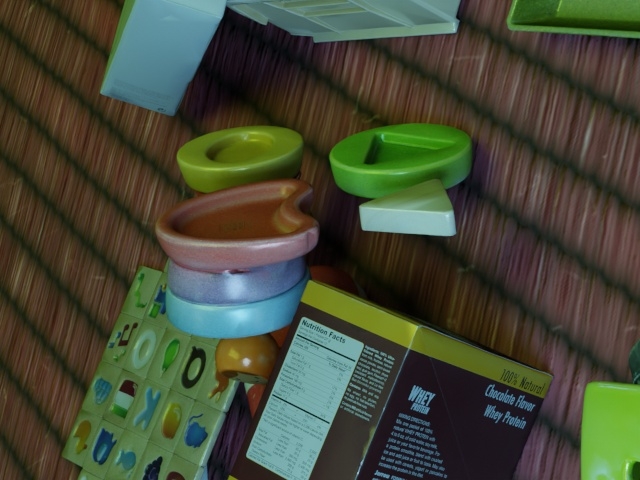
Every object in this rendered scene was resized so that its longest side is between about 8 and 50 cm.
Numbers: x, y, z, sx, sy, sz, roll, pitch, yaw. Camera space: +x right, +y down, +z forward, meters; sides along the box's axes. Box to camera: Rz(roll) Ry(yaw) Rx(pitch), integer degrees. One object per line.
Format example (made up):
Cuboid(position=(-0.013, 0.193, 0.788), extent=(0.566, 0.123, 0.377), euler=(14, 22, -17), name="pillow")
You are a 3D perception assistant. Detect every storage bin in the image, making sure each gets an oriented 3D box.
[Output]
Cuboid(position=(0.045, -0.345, 1.822), extent=(0.260, 0.123, 0.262), euler=(4, 76, 50), name="storage bin")

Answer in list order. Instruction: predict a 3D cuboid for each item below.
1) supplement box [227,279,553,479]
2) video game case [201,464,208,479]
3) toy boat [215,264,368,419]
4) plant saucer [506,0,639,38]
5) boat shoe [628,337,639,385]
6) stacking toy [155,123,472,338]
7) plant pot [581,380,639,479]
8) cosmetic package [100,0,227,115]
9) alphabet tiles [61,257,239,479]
Cuboid(position=(0.057, 0.160, 1.491), extent=(0.129, 0.191, 0.194), euler=(22, 90, 44), name="supplement box")
Cuboid(position=(-0.166, 0.260, 1.857), extent=(0.143, 0.019, 0.157), euler=(-32, 50, 37), name="video game case")
Cuboid(position=(-0.032, 0.122, 1.657), extent=(0.151, 0.151, 0.231), euler=(-42, 44, 29), name="toy boat")
Cuboid(position=(0.266, -0.259, 1.579), extent=(0.188, 0.045, 0.188), euler=(13, 82, 51), name="plant saucer")
Cuboid(position=(0.334, 0.025, 1.295), extent=(0.335, 0.121, 0.119), euler=(-45, 46, 28), name="boat shoe")
Cuboid(position=(0.000, 0.000, 1.629), extent=(0.309, 0.279, 0.130), euler=(-75, -20, -67), name="stacking toy")
Cuboid(position=(0.306, 0.212, 1.163), extent=(0.227, 0.228, 0.207), euler=(3, 81, 50), name="plant pot")
Cuboid(position=(-0.129, -0.359, 1.939), extent=(0.284, 0.097, 0.377), euler=(136, 150, -67), name="cosmetic package")
Cuboid(position=(-0.166, 0.151, 1.884), extent=(0.285, 0.011, 0.342), euler=(12, 79, 57), name="alphabet tiles")
